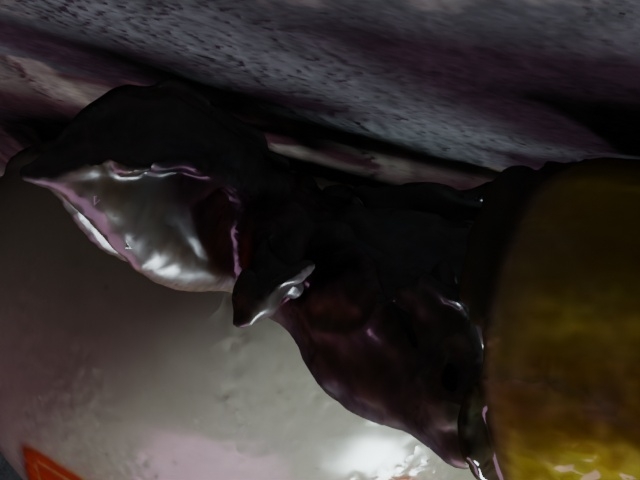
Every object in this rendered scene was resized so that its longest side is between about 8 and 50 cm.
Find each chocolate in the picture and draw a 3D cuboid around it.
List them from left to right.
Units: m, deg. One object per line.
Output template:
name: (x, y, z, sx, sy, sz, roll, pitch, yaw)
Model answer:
chocolate: (0.269, 0.052, 0.686, 0.445, 0.162, 0.162, 4, 170, 34)

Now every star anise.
star anise: (0.005, 0.002, 0.942, 0.257, 0.111, 0.198, 28, -160, 4)

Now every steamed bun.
steamed bun: (-0.049, 0.084, 1.216, 0.374, 0.241, 0.374, 13, 170, 2)
